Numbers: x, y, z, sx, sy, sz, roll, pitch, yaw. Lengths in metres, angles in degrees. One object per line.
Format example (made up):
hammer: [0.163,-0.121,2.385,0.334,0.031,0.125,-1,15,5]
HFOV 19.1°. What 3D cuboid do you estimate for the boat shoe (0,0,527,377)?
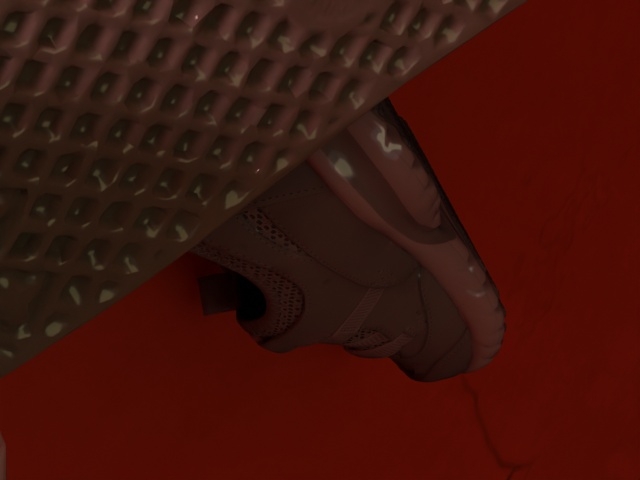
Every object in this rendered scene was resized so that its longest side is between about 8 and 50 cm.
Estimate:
boat shoe: [-0.090,-0.089,0.540,0.500,0.156,0.187,-33,145,-20]

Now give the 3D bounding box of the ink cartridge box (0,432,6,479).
ink cartridge box: [-0.183,0.111,0.439,0.201,0.117,0.278,-16,143,-21]

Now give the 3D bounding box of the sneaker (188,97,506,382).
sneaker: [0.000,0.000,0.830,0.115,0.105,0.281,-29,152,4]
